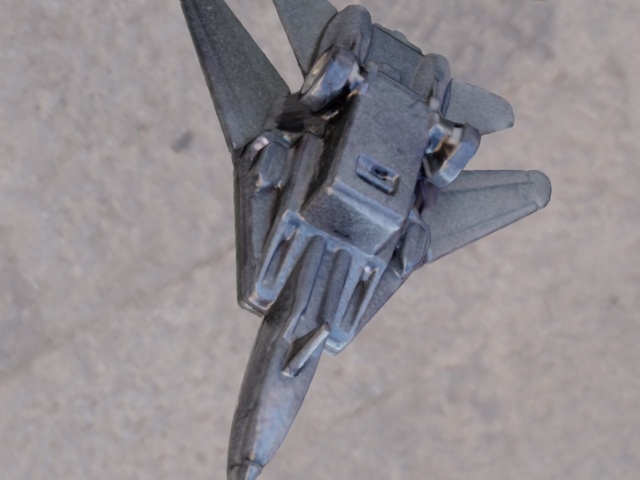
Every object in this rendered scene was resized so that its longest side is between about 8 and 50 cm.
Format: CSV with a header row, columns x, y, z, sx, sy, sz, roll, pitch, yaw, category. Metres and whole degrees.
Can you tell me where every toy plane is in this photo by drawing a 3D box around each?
x,y,z,sx,sy,sz,roll,pitch,yaw,category
0.006,-0.007,0.726,0.212,0.267,0.088,30,132,-12,toy plane
